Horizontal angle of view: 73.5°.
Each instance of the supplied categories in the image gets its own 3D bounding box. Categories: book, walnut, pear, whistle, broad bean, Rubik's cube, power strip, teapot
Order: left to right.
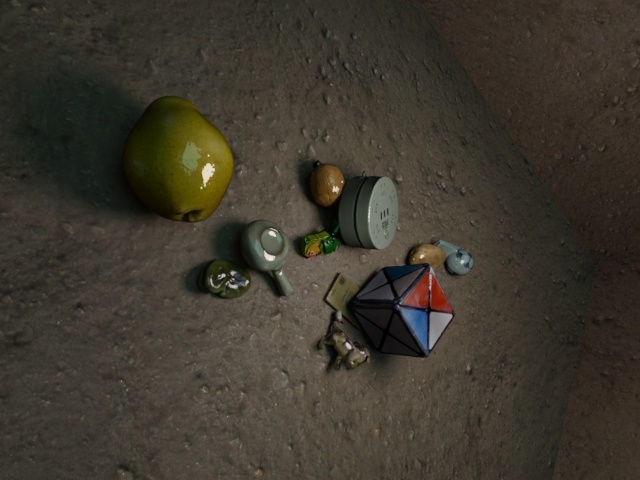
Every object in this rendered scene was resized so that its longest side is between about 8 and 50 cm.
[{"bbox_3d":[-0.480,-0.268,1.470,0.362,0.362,0.419,-8,78,-37],"label":"pear"},{"bbox_3d":[-0.361,0.144,1.624,0.206,0.072,0.153,2,79,-47],"label":"broad bean"},{"bbox_3d":[-0.210,0.077,1.691,0.219,0.149,0.319,-10,83,-44],"label":"teapot"},{"bbox_3d":[0.032,-0.252,1.946,0.165,0.165,0.197,-9,81,-37],"label":"walnut"},{"bbox_3d":[0.132,0.275,1.962,0.231,0.026,0.161,43,58,-19],"label":"book"},{"bbox_3d":[0.228,-0.138,1.970,0.357,0.161,0.358,-13,105,-56],"label":"power strip"},{"bbox_3d":[0.365,0.307,1.926,0.307,0.310,0.305,-44,109,-36],"label":"Rubik's cube"},{"bbox_3d":[0.743,0.111,2.368,0.289,0.163,0.164,17,68,-30],"label":"whistle"}]

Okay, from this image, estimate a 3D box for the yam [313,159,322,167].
[{"bbox_3d":[0.095,-0.266,2.069,0.327,0.045,0.045,41,28,-20],"label":"yam"}]

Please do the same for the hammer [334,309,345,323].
[{"bbox_3d":[0.090,0.346,1.902,0.083,0.031,0.053,52,28,-43],"label":"hammer"}]

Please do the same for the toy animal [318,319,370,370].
[{"bbox_3d":[0.106,0.472,1.840,0.233,0.121,0.169,47,39,-5],"label":"toy animal"}]

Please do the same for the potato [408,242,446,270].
[{"bbox_3d":[0.556,0.087,2.252,0.234,0.128,0.161,-26,115,-24],"label":"potato"}]

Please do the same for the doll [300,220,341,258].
[{"bbox_3d":[0.000,0.007,1.881,0.186,0.106,0.134,-23,133,-23],"label":"doll"}]
